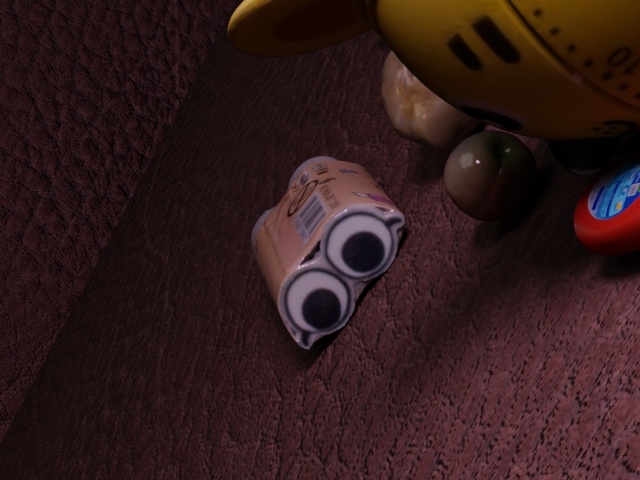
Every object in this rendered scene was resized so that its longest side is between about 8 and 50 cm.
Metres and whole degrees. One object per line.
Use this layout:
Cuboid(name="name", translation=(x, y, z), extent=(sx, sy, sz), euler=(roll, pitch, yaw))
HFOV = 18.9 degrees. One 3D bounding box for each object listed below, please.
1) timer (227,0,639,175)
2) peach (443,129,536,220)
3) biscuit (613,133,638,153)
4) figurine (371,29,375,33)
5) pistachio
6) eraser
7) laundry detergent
Cuboid(name="timer", translation=(0.161, -0.217, 1.428), extent=(0.387, 0.376, 0.376), euler=(-32, 24, 36))
Cuboid(name="peach", translation=(0.148, -0.055, 1.672), extent=(0.083, 0.083, 0.083), euler=(-51, 14, 17))
Cuboid(name="biscuit", translation=(0.228, -0.131, 1.664), extent=(0.099, 0.038, 0.322), euler=(-52, 13, 2))
Cuboid(name="figurine", translation=(0.106, -0.339, 2.410), extent=(0.271, 0.143, 0.143), euler=(-38, 22, 48))
Cuboid(name="pistachio", translation=(0.127, -0.163, 1.953), extent=(0.124, 0.124, 0.185), euler=(-45, 0, 38))
Cuboid(name="eraser", translation=(0.000, 0.000, 2.049), extent=(0.171, 0.087, 0.290), euler=(-51, 14, 5))
Cuboid(name="laundry detergent", translation=(0.246, -0.037, 1.347), extent=(0.097, 0.049, 0.165), euler=(-56, 15, -20))
